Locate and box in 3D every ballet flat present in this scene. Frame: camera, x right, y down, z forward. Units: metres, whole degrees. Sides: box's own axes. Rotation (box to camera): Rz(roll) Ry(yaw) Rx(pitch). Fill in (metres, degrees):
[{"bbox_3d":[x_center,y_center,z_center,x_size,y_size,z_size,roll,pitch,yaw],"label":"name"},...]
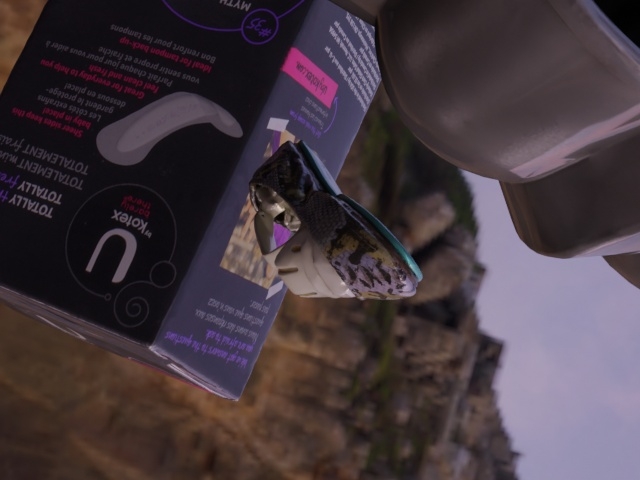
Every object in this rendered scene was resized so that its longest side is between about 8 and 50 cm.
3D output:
[{"bbox_3d":[0.000,0.000,0.545,0.041,0.041,0.114,-66,-155,13],"label":"ballet flat"}]

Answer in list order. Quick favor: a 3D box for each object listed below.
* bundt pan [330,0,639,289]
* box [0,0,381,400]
[{"bbox_3d":[0.124,-0.119,0.522,0.124,0.331,0.331,-35,-137,51],"label":"bundt pan"},{"bbox_3d":[-0.085,-0.066,0.945,0.165,0.143,0.270,20,-101,22],"label":"box"}]
